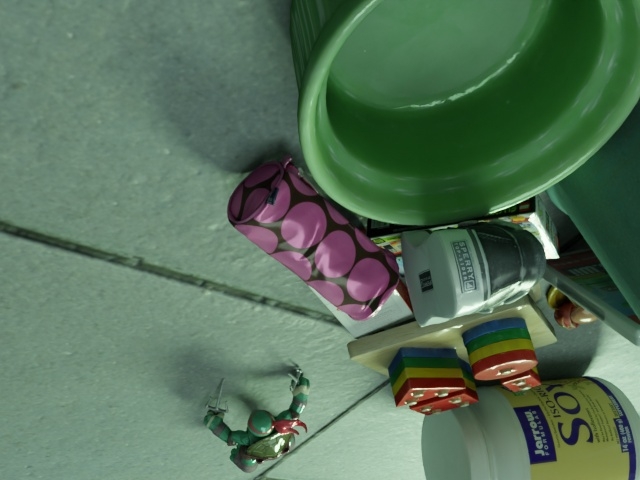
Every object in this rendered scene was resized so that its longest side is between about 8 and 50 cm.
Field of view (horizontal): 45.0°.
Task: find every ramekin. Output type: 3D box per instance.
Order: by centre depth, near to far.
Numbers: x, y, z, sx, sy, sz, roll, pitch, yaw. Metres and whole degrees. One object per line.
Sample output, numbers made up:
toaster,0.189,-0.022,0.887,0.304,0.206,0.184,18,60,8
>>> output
ramekin,0.116,-0.166,0.679,0.303,0.148,0.303,-9,142,-7

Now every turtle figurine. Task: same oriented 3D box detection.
turtle figurine,-0.095,0.294,1.222,0.175,0.118,0.234,-9,148,-7

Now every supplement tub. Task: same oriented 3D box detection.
supplement tub,0.369,0.370,1.362,0.331,0.241,0.241,-2,141,-16

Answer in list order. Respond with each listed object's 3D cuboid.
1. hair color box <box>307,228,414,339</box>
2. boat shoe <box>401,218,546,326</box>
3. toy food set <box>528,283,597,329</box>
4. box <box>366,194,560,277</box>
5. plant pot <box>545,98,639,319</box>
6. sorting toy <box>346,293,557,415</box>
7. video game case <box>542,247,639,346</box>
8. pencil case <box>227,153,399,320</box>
hair color box,0.053,0.062,1.022,0.093,0.053,0.167,-22,143,12
boat shoe,0.150,0.027,0.798,0.102,0.108,0.301,-10,174,-4
toy food set,0.422,0.093,1.169,0.217,0.071,0.128,-15,142,0
box,0.172,-0.006,0.933,0.206,0.036,0.114,-9,147,28
plant pot,0.401,-0.052,0.769,0.340,0.334,0.341,-9,143,-7
sorting toy,0.208,0.179,1.128,0.257,0.090,0.255,-20,155,19
video game case,0.424,0.052,0.981,0.203,0.285,0.025,-11,106,-5
pencil case,0.000,0.000,0.861,0.209,0.095,0.098,40,91,-30
